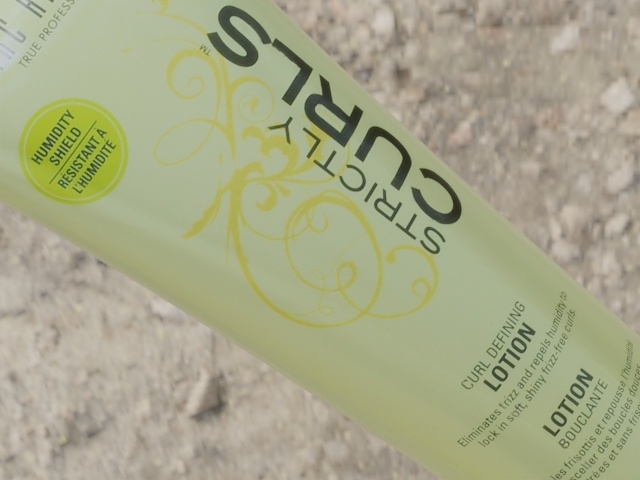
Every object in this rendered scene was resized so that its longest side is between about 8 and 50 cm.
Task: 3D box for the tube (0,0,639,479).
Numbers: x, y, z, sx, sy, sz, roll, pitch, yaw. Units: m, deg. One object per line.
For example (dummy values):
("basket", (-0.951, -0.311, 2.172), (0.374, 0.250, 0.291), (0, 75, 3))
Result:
("tube", (0.000, 0.000, 0.437), (0.240, 0.062, 0.070), (38, 39, -19))
